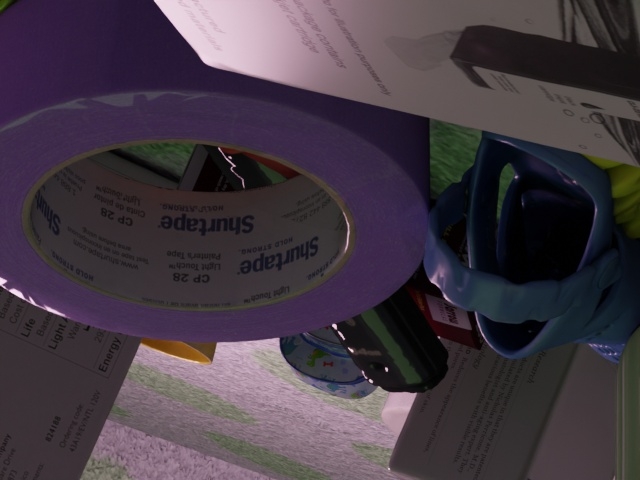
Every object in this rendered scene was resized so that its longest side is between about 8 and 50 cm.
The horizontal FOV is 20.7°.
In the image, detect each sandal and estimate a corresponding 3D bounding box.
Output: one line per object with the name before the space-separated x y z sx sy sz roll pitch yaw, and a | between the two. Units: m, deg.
sandal | 0.138 0.012 1.036 0.126 0.138 0.317 30 171 31

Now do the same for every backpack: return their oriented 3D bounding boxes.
backpack | 0.019 0.072 1.518 0.105 0.114 0.084 19 166 15

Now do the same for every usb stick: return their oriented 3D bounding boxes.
usb stick | 0.000 0.000 1.225 0.077 0.045 0.278 -9 126 41

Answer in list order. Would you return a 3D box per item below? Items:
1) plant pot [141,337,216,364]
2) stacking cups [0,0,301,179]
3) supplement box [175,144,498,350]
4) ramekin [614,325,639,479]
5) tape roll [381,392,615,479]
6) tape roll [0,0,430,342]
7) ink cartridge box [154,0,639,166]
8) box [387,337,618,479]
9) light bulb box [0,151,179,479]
plant pot | -0.153 0.055 1.755 0.134 0.095 0.134 21 166 5
stacking cups | -0.111 -0.132 1.050 0.316 0.096 0.096 26 166 -35
supplement box | 0.018 0.001 1.342 0.239 0.073 0.130 17 165 16
ramekin | 0.312 0.126 1.015 0.303 0.148 0.303 1 152 0
tape roll | 0.253 0.222 1.811 0.392 0.072 0.392 21 165 6
tape roll | -0.073 -0.042 1.016 0.274 0.090 0.275 1 150 0
ink cartridge box | 0.098 -0.129 0.474 0.272 0.197 0.114 15 164 26
box | 0.168 0.149 1.439 0.119 0.182 0.181 16 164 31
light bulb box | -0.344 0.061 1.531 0.361 0.358 0.225 25 165 -7
